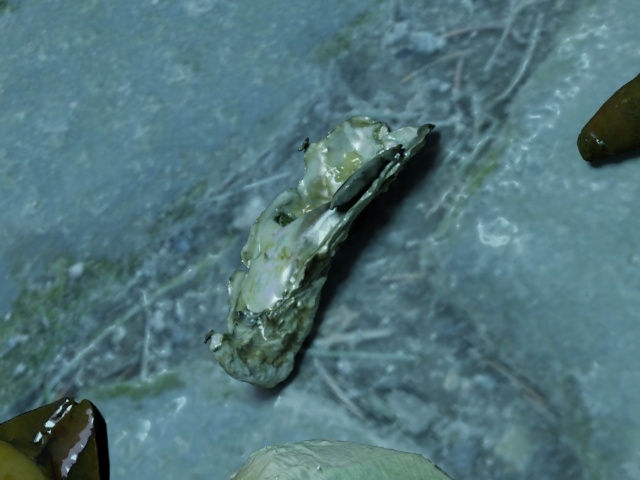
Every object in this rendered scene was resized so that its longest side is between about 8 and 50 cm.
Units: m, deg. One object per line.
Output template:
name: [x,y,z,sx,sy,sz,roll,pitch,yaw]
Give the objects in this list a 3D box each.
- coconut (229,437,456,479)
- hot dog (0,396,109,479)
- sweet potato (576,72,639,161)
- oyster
coconut: [0.012,0.184,0.856,0.194,0.194,0.194,-15,53,22]
hot dog: [-0.220,0.227,1.027,0.194,0.107,0.326,-18,53,19]
sweet potato: [0.259,-0.105,0.990,0.269,0.075,0.074,-23,51,19]
oyster: [-0.001,-0.003,1.102,0.200,0.061,0.106,-45,30,-7]
